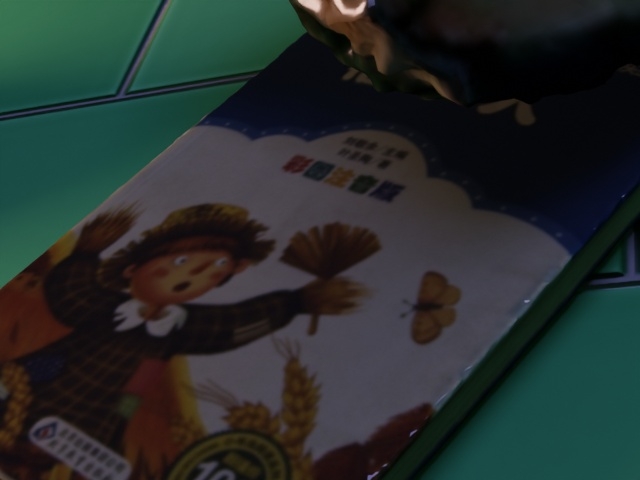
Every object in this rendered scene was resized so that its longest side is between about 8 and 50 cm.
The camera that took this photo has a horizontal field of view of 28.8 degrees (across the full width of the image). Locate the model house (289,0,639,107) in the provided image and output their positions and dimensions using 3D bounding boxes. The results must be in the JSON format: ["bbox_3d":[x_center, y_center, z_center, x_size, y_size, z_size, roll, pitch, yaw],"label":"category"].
[{"bbox_3d":[0.079,-0.302,0.752,0.445,0.395,0.400,-29,24,-23],"label":"model house"}]

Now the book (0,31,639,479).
[{"bbox_3d":[0.000,0.000,0.698,0.300,0.039,0.428,20,54,41],"label":"book"}]
